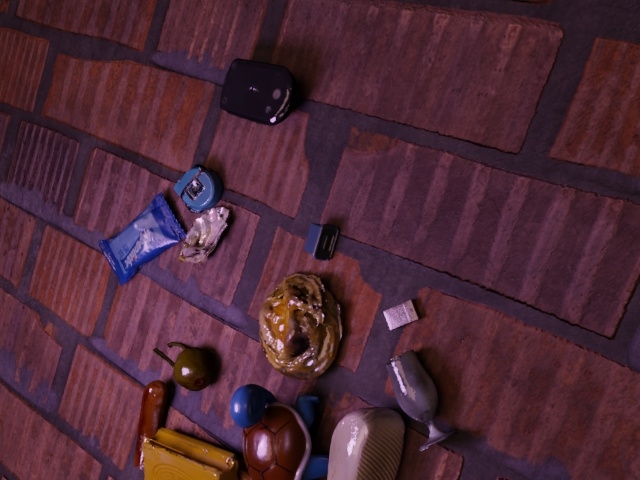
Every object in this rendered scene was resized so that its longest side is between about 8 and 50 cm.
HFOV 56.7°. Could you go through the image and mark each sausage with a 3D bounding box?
[{"bbox_3d":[-0.532,0.580,1.862,0.103,0.076,0.302,-163,80,-69],"label":"sausage"}]

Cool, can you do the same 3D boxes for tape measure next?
[{"bbox_3d":[-0.368,-0.157,1.817,0.146,0.081,0.125,-46,76,17],"label":"tape measure"}]

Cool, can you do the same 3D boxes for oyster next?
[{"bbox_3d":[-0.342,-0.010,1.806,0.133,0.072,0.209,22,79,36],"label":"oyster"}]

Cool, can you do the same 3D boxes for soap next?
[{"bbox_3d":[-0.383,0.692,1.740,0.324,0.096,0.204,7,105,33],"label":"soap"}]

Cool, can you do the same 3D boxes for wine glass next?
[{"bbox_3d":[0.233,0.378,1.418,0.103,0.103,0.222,-33,71,25],"label":"wine glass"}]

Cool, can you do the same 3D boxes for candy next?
[{"bbox_3d":[-0.591,-0.003,1.946,0.331,0.077,0.187,-36,77,25],"label":"candy"}]

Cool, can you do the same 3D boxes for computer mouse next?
[{"bbox_3d":[-0.162,-0.420,1.698,0.269,0.100,0.170,24,97,34],"label":"computer mouse"}]

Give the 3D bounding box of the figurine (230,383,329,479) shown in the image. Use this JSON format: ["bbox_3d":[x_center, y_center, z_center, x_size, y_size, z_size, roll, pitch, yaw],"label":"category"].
[{"bbox_3d":[-0.103,0.538,1.564,0.298,0.243,0.416,-12,101,21],"label":"figurine"}]

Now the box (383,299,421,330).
[{"bbox_3d":[0.205,0.187,1.488,0.083,0.024,0.053,-29,73,28],"label":"box"}]

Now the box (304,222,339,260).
[{"bbox_3d":[0.000,0.000,1.596,0.054,0.074,0.099,21,97,40],"label":"box"}]

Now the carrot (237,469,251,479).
[{"bbox_3d":[-0.187,0.702,1.680,0.139,0.048,0.048,33,103,30],"label":"carrot"}]

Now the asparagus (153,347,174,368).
[{"bbox_3d":[-0.479,0.391,1.889,0.163,0.016,0.016,33,77,28],"label":"asparagus"}]

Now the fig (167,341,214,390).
[{"bbox_3d":[-0.406,0.363,1.812,0.236,0.124,0.124,34,105,52],"label":"fig"}]

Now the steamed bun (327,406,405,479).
[{"bbox_3d":[0.097,0.515,1.459,0.152,0.170,0.239,15,95,50],"label":"steamed bun"}]

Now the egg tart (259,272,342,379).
[{"bbox_3d":[-0.072,0.227,1.598,0.297,0.132,0.297,-6,79,34],"label":"egg tart"}]
